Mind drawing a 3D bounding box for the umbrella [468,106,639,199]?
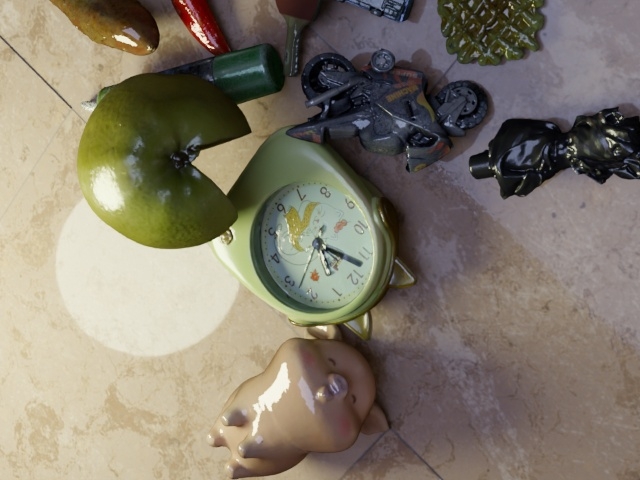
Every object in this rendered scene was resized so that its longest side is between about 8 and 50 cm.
[{"bbox_3d":[0.359,-0.136,1.600,0.272,0.110,0.122,-8,97,30],"label":"umbrella"}]

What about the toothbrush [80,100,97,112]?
[{"bbox_3d":[-0.309,-0.229,1.920,0.307,0.029,0.025,11,95,22],"label":"toothbrush"}]

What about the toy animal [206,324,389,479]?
[{"bbox_3d":[-0.045,0.292,1.802,0.237,0.269,0.326,58,148,6],"label":"toy animal"}]

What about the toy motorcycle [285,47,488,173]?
[{"bbox_3d":[0.107,-0.200,1.667,0.307,0.108,0.173,11,77,6],"label":"toy motorcycle"}]

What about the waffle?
[{"bbox_3d":[0.265,-0.364,1.633,0.169,0.036,0.184,-5,98,23],"label":"waffle"}]

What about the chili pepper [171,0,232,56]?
[{"bbox_3d":[-0.228,-0.429,1.832,0.071,0.063,0.272,-22,93,38],"label":"chili pepper"}]

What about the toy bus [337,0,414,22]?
[{"bbox_3d":[0.075,-0.399,1.698,0.153,0.061,0.051,26,110,17],"label":"toy bus"}]

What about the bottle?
[{"bbox_3d":[-0.227,-0.261,1.829,0.329,0.093,0.093,-12,95,20],"label":"bottle"}]

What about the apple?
[{"bbox_3d":[-0.242,-0.128,1.685,0.291,0.254,0.292,0,91,-17],"label":"apple"}]

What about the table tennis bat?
[{"bbox_3d":[-0.038,-0.396,1.747,0.138,0.022,0.247,33,123,48],"label":"table tennis bat"}]

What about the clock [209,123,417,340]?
[{"bbox_3d":[0.000,0.000,1.776,0.348,0.117,0.286,43,114,11],"label":"clock"}]

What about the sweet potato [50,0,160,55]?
[{"bbox_3d":[-0.418,-0.425,1.897,0.385,0.109,0.109,33,112,28],"label":"sweet potato"}]
